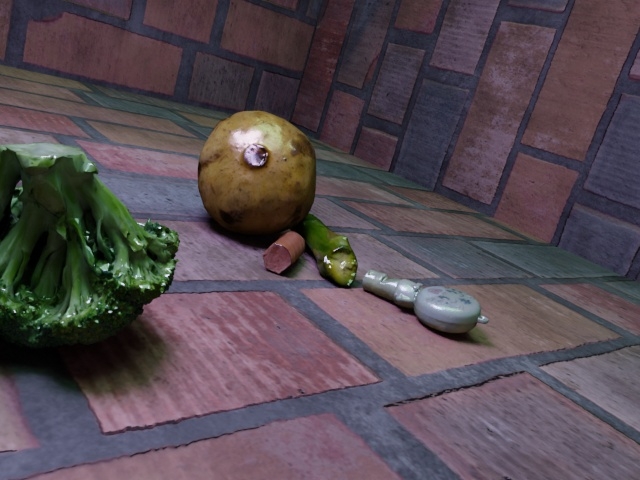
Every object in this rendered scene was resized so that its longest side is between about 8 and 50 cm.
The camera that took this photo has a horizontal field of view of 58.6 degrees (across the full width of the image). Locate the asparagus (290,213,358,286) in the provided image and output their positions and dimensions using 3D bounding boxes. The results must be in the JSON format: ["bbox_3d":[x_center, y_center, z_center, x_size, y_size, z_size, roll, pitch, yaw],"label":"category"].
[{"bbox_3d":[-0.002,0.000,1.280,0.082,0.085,0.343,-13,27,-13],"label":"asparagus"}]

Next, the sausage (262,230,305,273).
[{"bbox_3d":[-0.070,0.019,1.180,0.065,0.065,0.169,19,15,6],"label":"sausage"}]

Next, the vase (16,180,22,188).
[{"bbox_3d":[-0.529,-0.090,1.080,0.100,0.053,0.053,25,17,13],"label":"vase"}]

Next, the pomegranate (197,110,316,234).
[{"bbox_3d":[-0.139,-0.148,1.271,0.281,0.281,0.281,16,16,-5],"label":"pomegranate"}]

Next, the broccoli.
[{"bbox_3d":[-0.303,0.003,0.669,0.269,0.242,0.261,20,29,27],"label":"broccoli"}]

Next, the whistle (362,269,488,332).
[{"bbox_3d":[0.201,0.119,1.116,0.258,0.067,0.126,20,21,26],"label":"whistle"}]
